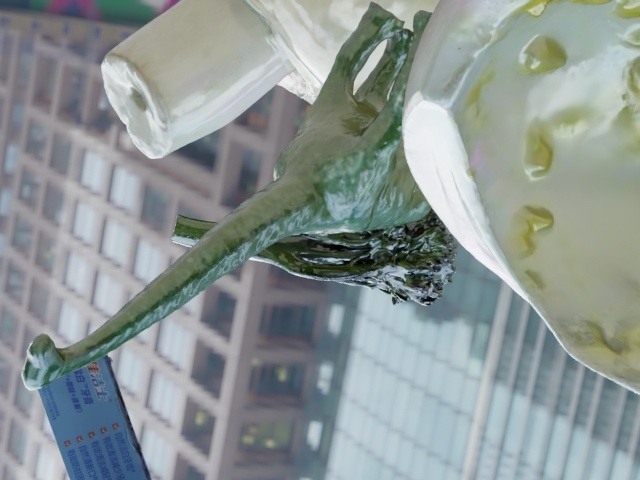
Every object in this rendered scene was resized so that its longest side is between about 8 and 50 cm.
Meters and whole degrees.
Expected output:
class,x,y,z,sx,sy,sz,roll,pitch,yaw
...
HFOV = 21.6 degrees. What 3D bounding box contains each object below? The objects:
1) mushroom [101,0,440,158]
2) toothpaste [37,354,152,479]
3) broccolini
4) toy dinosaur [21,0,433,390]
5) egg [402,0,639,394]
class,x,y,z,sx,sy,sz,roll,pitch,yaw
mushroom,-0.033,-0.259,1.609,0.353,0.325,0.353,12,-129,-15
toothpaste,-0.165,0.217,1.388,0.066,0.272,0.053,-20,-177,-5
broccolini,-0.002,0.015,1.173,0.203,0.068,0.091,-3,158,-9
toy dinosaur,0.000,0.000,1.060,0.087,0.300,0.447,26,176,26
egg,0.137,-0.053,0.840,0.162,0.271,0.206,-2,-147,43
